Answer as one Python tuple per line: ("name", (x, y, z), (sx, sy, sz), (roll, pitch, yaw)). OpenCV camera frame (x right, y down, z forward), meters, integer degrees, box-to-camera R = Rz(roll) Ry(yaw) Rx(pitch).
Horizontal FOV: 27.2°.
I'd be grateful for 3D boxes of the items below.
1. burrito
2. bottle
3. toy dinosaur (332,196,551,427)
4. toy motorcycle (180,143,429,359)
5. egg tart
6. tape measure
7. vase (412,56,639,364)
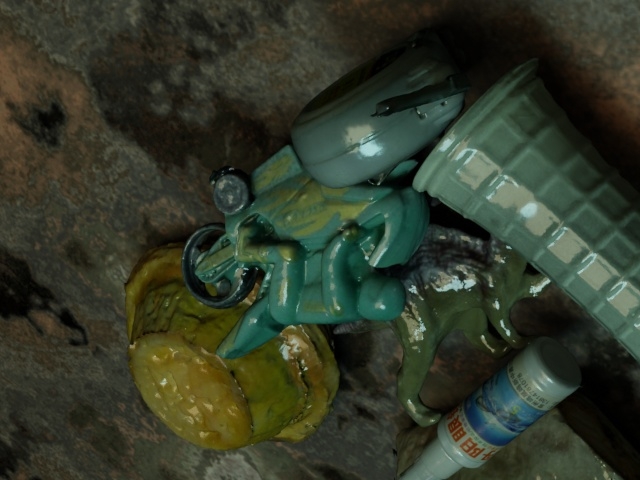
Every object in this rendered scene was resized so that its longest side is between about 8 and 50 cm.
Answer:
("burrito", (0.200, 0.222, 1.255), (0.348, 0.107, 0.175), (-20, 84, 46))
("bottle", (0.147, 0.170, 1.210), (0.060, 0.060, 0.217), (42, 125, 0))
("toy dinosaur", (0.123, 0.049, 1.224), (0.162, 0.077, 0.294), (46, 121, 2))
("toy motorcycle", (-0.001, 0.001, 1.207), (0.296, 0.109, 0.198), (-35, 73, 29))
("egg tart", (-0.114, 0.130, 1.421), (0.288, 0.118, 0.288), (21, 136, 22))
("tape measure", (0.046, -0.078, 0.974), (0.164, 0.330, 0.084), (-37, 101, 16))
("vase", (0.228, 0.006, 1.040), (0.299, 0.143, 0.143), (44, 136, 8))
